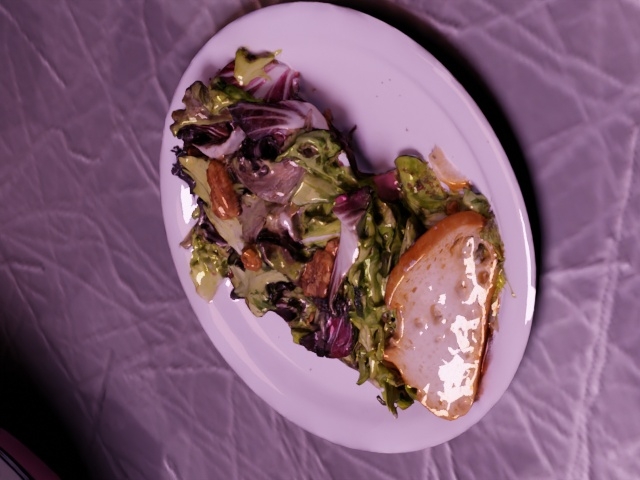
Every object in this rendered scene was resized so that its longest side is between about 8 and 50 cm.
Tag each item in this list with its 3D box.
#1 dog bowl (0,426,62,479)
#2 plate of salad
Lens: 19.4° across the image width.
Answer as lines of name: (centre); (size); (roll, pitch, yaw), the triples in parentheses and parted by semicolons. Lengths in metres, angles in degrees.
dog bowl: (-0.265, 0.251, 0.976); (0.408, 0.150, 0.408); (3, 99, 22)
plate of salad: (0.000, 0.000, 0.786); (0.200, 0.048, 0.199); (17, 119, 35)
